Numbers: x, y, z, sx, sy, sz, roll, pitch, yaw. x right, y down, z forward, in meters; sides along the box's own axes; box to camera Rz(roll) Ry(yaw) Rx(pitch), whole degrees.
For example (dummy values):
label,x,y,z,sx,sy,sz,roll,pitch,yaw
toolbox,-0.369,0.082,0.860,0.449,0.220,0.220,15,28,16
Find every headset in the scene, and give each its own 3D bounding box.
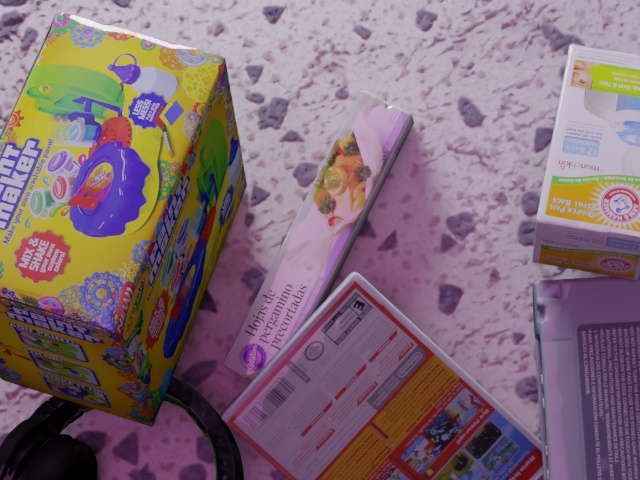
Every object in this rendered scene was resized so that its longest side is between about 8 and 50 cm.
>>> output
label,x,y,z,sx,sy,sz,roll,pitch,yaw
headset,-0.255,0.310,1.665,0.394,0.185,0.243,-37,65,-8

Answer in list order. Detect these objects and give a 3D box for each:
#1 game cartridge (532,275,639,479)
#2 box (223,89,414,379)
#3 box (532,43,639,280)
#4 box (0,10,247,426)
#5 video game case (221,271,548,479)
label,x,y,z,sx,sy,sz,roll,pitch,yaw
game cartridge,0.319,0.182,1.620,0.196,0.060,0.294,-3,84,2
box,0.000,0.000,1.687,0.063,0.067,0.324,26,89,8
box,0.283,-0.076,1.608,0.114,0.103,0.203,11,67,9
box,-0.209,-0.014,1.570,0.177,0.279,0.290,16,68,9
video game case,0.070,0.200,1.644,0.285,0.025,0.204,43,91,-5
